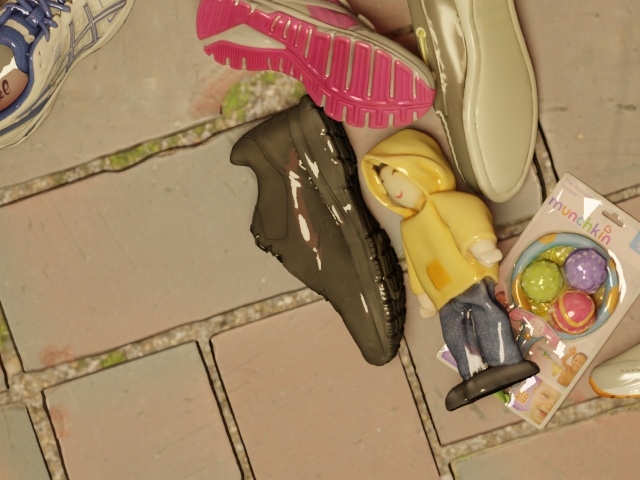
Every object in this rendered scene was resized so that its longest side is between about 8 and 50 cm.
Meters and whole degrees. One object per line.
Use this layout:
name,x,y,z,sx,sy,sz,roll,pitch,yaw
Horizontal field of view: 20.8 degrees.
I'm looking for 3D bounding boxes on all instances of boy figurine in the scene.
boy figurine,0.129,0.019,1.740,0.092,0.177,0.285,-18,83,-24

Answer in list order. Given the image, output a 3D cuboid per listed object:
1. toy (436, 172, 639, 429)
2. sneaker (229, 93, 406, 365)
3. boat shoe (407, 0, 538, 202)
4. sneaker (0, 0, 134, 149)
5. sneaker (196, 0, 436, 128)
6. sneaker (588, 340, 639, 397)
toy,0.242,0.066,1.795,0.137,0.056,0.237,35,97,0
sneaker,0.000,0.000,1.793,0.130,0.109,0.286,-23,85,13
boat shoe,0.147,-0.189,1.762,0.091,0.109,0.305,6,112,44
sneaker,-0.279,-0.217,1.771,0.112,0.131,0.296,30,95,3
sneaker,0.008,-0.204,1.749,0.252,0.111,0.103,27,132,9
sneaker,0.384,0.072,1.775,0.262,0.099,0.121,-25,85,-2
